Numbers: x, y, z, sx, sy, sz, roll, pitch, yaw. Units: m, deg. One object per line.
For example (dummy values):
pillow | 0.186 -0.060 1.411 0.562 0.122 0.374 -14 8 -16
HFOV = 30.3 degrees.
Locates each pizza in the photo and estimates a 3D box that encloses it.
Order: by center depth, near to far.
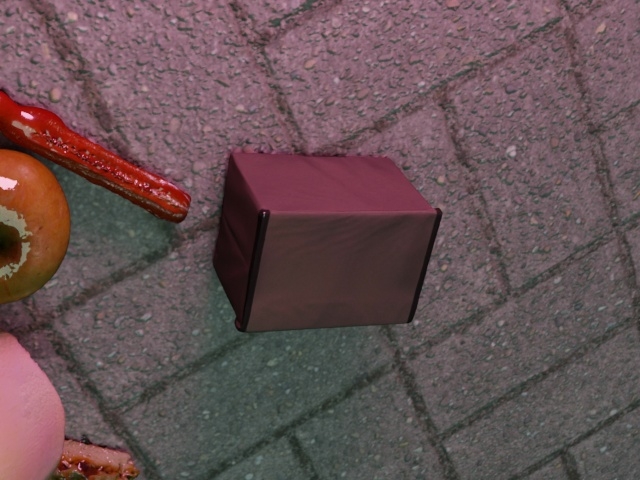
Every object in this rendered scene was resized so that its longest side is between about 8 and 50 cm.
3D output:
pizza | -0.339 0.334 1.617 0.194 0.069 0.154 -3 120 -23

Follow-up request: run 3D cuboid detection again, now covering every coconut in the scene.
coconut | -0.454 0.231 1.354 0.297 0.309 0.297 2 110 5

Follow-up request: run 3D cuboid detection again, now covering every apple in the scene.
apple | -0.367 -0.019 1.326 0.182 0.155 0.182 -5 115 -10

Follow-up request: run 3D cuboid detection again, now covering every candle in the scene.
candle | -0.279 -0.100 1.384 0.329 0.048 0.051 29 118 -38

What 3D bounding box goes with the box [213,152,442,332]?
box | 0.000 0.000 1.520 0.252 0.153 0.188 -2 123 -26
